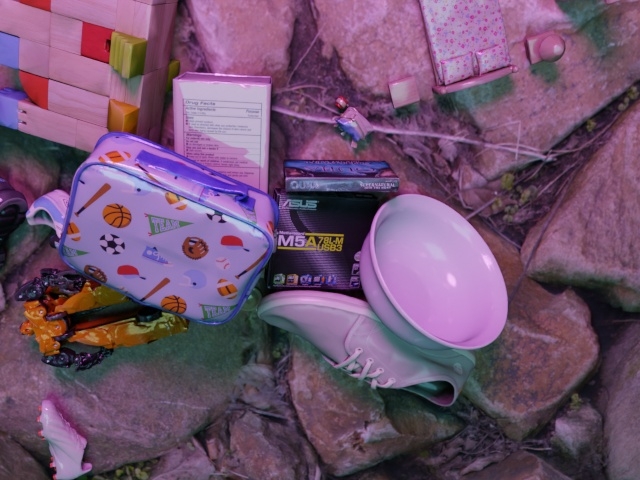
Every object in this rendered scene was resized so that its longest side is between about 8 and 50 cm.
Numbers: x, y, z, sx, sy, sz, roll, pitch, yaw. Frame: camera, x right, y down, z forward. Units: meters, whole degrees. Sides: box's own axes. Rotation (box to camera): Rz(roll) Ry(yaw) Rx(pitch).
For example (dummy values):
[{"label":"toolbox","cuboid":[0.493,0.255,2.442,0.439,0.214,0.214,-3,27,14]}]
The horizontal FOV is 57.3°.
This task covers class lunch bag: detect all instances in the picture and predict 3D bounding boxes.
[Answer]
[{"label":"lunch bag","cuboid":[-0.213,-0.015,0.862,0.304,0.114,0.243,22,124,-13]}]

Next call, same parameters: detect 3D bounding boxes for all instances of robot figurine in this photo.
[{"label":"robot figurine","cuboid":[-0.401,0.128,1.077,0.291,0.085,0.210,-11,111,-2]}]

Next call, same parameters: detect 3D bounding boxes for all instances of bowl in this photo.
[{"label":"bowl","cuboid":[0.175,0.074,1.036,0.298,0.297,0.134,32,138,-16]}]

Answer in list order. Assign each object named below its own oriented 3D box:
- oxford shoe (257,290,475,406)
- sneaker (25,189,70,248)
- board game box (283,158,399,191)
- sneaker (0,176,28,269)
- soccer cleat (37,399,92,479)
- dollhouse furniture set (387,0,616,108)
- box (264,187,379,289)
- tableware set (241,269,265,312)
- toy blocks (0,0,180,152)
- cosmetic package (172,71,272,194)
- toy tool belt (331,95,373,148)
[{"label":"oxford shoe","cuboid":[0.092,0.205,1.102,0.450,0.169,0.130,22,64,-14]},{"label":"sneaker","cuboid":[-0.393,0.006,0.989,0.237,0.085,0.086,35,63,12]},{"label":"board game box","cuboid":[0.031,-0.112,1.000,0.186,0.126,0.026,-1,111,-5]},{"label":"sneaker","cuboid":[-0.602,-0.009,1.015,0.106,0.101,0.267,44,110,10]},{"label":"soccer cleat","cuboid":[-0.519,0.400,1.188,0.076,0.068,0.196,-12,114,-17]},{"label":"dollhouse furniture set","cuboid":[0.255,-0.389,0.887,0.356,0.173,0.303,-18,111,2]},{"label":"box","cuboid":[0.000,0.000,1.073,0.191,0.045,0.184,3,114,-16]},{"label":"tableware set","cuboid":[-0.168,0.073,1.112,0.141,0.020,0.168,10,110,-10]},{"label":"toy blocks","cuboid":[-0.368,-0.294,0.881,0.261,0.190,0.381,17,117,2]},{"label":"cosmetic package","cuboid":[-0.159,-0.122,0.978,0.153,0.129,0.295,3,112,-5]},{"label":"toy tool belt","cuboid":[0.047,-0.202,1.007,0.083,0.052,0.051,41,94,-17]}]
